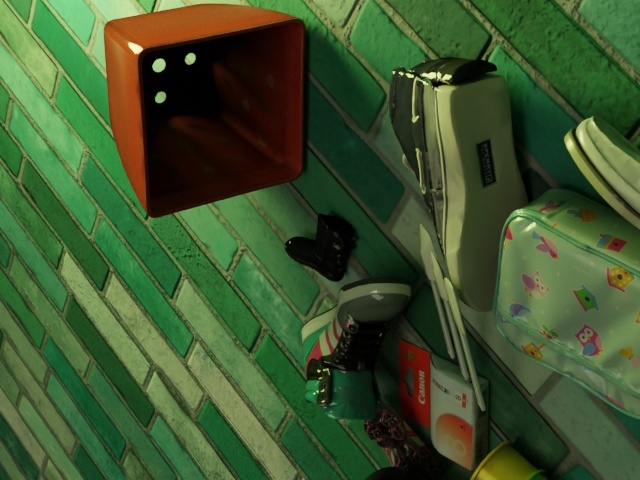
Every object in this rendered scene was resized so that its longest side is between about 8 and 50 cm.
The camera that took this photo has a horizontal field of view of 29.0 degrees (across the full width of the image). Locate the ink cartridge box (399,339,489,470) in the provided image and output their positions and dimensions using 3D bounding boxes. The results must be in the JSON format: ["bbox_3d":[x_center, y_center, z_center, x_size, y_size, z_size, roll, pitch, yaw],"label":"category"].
[{"bbox_3d":[0.174,0.245,1.862,0.179,0.045,0.145,21,125,40],"label":"ink cartridge box"}]

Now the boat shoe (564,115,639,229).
[{"bbox_3d":[0.404,-0.046,1.378,0.302,0.113,0.103,49,119,24],"label":"boat shoe"}]

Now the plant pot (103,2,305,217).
[{"bbox_3d":[-0.199,-0.227,1.882,0.236,0.267,0.267,39,137,46],"label":"plant pot"}]

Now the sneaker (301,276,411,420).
[{"bbox_3d":[0.053,0.177,1.850,0.295,0.124,0.178,133,137,-58],"label":"sneaker"}]

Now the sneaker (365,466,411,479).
[{"bbox_3d":[0.204,0.489,1.729,0.483,0.185,0.202,30,135,39],"label":"sneaker"}]

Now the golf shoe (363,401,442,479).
[{"bbox_3d":[0.133,0.327,1.952,0.186,0.067,0.086,57,-174,-9],"label":"golf shoe"}]

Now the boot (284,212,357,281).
[{"bbox_3d":[-0.001,0.000,1.930,0.121,0.045,0.099,33,135,26],"label":"boot"}]

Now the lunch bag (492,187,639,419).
[{"bbox_3d":[0.344,0.084,1.509,0.279,0.108,0.224,33,132,35],"label":"lunch bag"}]

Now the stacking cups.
[{"bbox_3d":[0.351,0.415,1.712,0.316,0.096,0.096,41,137,25],"label":"stacking cups"}]

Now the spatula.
[{"bbox_3d":[0.183,0.108,1.708,0.168,0.019,0.242,-118,7,-54],"label":"spatula"}]

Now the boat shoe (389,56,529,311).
[{"bbox_3d":[0.178,-0.083,1.627,0.158,0.127,0.340,30,131,56],"label":"boat shoe"}]
